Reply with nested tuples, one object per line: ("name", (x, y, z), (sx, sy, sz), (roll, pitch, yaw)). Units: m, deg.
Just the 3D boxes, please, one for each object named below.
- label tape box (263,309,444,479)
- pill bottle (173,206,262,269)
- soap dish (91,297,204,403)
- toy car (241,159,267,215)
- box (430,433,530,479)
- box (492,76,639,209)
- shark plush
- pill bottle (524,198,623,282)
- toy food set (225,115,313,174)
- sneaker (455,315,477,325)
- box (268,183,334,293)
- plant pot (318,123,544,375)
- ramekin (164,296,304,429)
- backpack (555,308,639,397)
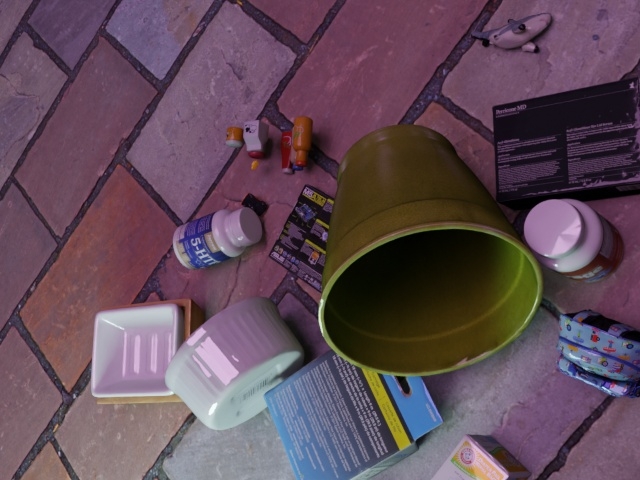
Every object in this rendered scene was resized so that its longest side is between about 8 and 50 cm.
("label tape box", (0.076, 0.325, 1.590), (0.334, 0.106, 0.240), (-36, 62, 22))
("pill bottle", (-0.230, -0.008, 1.860), (0.187, 0.112, 0.112), (-20, 70, 29))
("soap dish", (-0.396, 0.261, 1.909), (0.291, 0.118, 0.229), (-8, 76, 32))
("toy car", (-0.141, -0.120, 1.864), (0.040, 0.060, 0.122), (-121, 47, -75))
("box", (0.254, 0.449, 1.440), (0.103, 0.114, 0.203), (41, 103, 34))
("box", (0.446, -0.164, 1.452), (0.261, 0.103, 0.184), (-7, 79, 33))
("shark plush", (0.370, -0.403, 1.601), (0.161, 0.073, 0.067), (-5, 56, 53))
("pill bottle", (0.418, -0.001, 1.366), (0.121, 0.216, 0.121), (-8, 75, 32))
("toy food set", (-0.105, -0.200, 1.817), (0.232, 0.111, 0.104), (-2, 79, 31))
("sneaker", (0.255, 0.182, 1.541), (0.175, 0.064, 0.067), (-34, 85, 28))
("box", (0.000, 0.000, 1.748), (0.191, 0.045, 0.184), (32, 96, 35))
("plant pot", (0.162, -0.013, 1.452), (0.366, 0.366, 0.353), (-34, 39, 23))
("ramekin", (-0.164, 0.257, 1.670), (0.135, 0.277, 0.277), (47, 106, 24))
("backpack", (0.455, 0.180, 1.329), (0.158, 0.173, 0.117), (23, 93, 34))
